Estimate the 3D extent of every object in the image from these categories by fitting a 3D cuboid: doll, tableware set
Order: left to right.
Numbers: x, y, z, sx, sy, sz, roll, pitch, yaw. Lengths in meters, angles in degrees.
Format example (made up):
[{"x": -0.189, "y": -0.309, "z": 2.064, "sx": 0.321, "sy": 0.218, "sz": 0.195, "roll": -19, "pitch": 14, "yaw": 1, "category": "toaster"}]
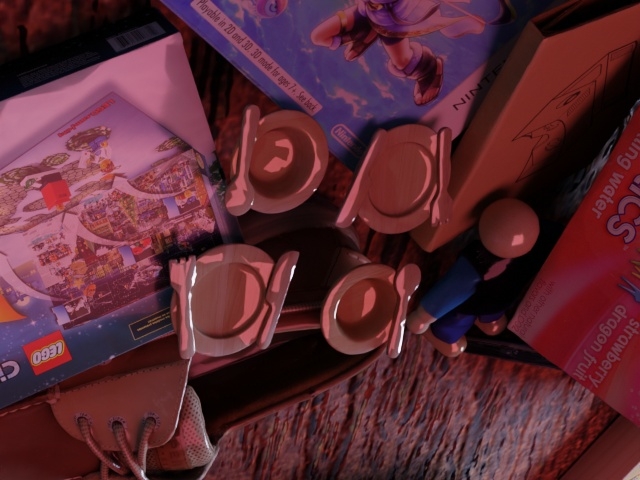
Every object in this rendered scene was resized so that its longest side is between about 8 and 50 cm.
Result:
[{"x": 0.000, "y": 0.000, "z": 0.636, "sx": 0.169, "sy": 0.020, "sz": 0.141, "roll": 4, "pitch": 109, "yaw": -32, "category": "tableware set"}, {"x": 0.111, "y": 0.027, "z": 0.804, "sx": 0.129, "sy": 0.046, "sz": 0.189, "roll": -26, "pitch": 161, "yaw": -16, "category": "doll"}]

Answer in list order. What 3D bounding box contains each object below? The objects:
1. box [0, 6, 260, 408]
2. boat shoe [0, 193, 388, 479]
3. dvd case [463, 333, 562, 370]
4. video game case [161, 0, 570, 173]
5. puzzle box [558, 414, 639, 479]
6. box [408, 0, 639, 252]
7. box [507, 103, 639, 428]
[{"x": -0.160, "y": 0.001, "z": 0.595, "sx": 0.233, "sy": 0.044, "sz": 0.159, "roll": -24, "pitch": 126, "yaw": -14, "category": "box"}, {"x": -0.106, "y": 0.084, "z": 0.695, "sx": 0.324, "sy": 0.116, "sz": 0.123, "roll": -28, "pitch": 142, "yaw": -8, "category": "boat shoe"}, {"x": 0.229, "y": 0.096, "z": 0.938, "sx": 0.221, "sy": 0.164, "sz": 0.018, "roll": 11, "pitch": 87, "yaw": -43, "category": "dvd case"}, {"x": 0.049, "y": -0.170, "z": 0.586, "sx": 0.244, "sy": 0.061, "sz": 0.269, "roll": -42, "pitch": 142, "yaw": 9, "category": "video game case"}, {"x": 0.391, "y": 0.297, "z": 1.343, "sx": 0.409, "sy": 0.052, "sz": 0.272, "roll": 12, "pitch": 122, "yaw": -43, "category": "puzzle box"}, {"x": 0.147, "y": -0.082, "z": 0.718, "sx": 0.164, "sy": 0.021, "sz": 0.201, "roll": -27, "pitch": 159, "yaw": -30, "category": "box"}, {"x": 0.263, "y": -0.031, "z": 0.720, "sx": 0.142, "sy": 0.154, "sz": 0.300, "roll": -27, "pitch": 149, "yaw": -51, "category": "box"}]
